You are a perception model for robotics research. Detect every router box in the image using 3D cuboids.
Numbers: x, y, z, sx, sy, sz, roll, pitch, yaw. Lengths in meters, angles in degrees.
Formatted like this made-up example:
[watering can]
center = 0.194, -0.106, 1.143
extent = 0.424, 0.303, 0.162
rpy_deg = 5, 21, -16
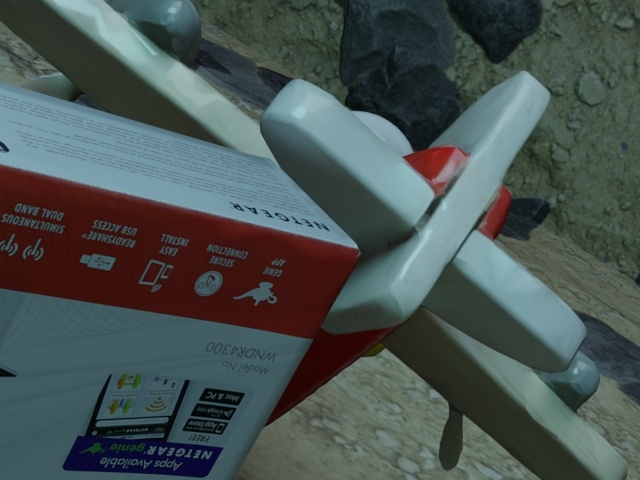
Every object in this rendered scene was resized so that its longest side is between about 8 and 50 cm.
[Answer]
[router box]
center = -0.189, 0.080, 0.399
extent = 0.335, 0.301, 0.082
rpy_deg = 12, 24, -42

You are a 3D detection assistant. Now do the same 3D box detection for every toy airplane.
[toy airplane]
center = 0.000, 0.000, 0.672
extent = 0.384, 0.386, 0.272
rpy_deg = 9, 43, 21
